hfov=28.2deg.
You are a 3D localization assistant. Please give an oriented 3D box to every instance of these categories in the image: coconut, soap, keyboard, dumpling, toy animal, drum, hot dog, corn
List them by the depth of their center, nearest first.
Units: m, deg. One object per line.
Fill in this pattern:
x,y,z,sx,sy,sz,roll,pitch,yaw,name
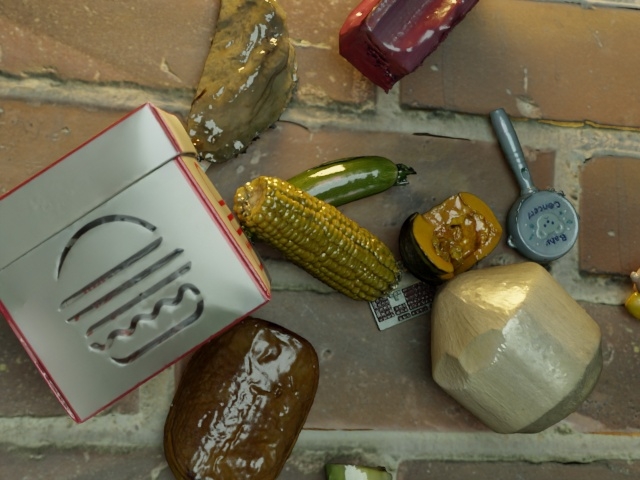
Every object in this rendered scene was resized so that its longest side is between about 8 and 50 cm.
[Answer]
-0.115,0.250,1.854,0.196,0.122,0.272,23,82,-8,hot dog
0.000,0.000,1.868,0.318,0.115,0.115,34,74,-37,corn
0.278,0.152,1.906,0.266,0.237,0.237,46,75,-11,coconut
-0.098,-0.267,1.934,0.166,0.086,0.332,15,76,-16,dumpling
0.169,-0.381,1.955,0.127,0.220,0.325,45,76,-9,soap
0.158,0.090,1.993,0.166,0.017,0.055,-21,88,-15,keyboard
0.349,-0.091,2.046,0.130,0.049,0.253,-5,84,-14,drum
0.534,0.081,2.063,0.091,0.082,0.114,-22,103,16,toy animal

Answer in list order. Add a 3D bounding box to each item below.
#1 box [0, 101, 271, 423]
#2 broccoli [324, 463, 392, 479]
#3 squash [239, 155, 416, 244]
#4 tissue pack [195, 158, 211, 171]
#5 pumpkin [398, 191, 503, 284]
-0.264,0.023,1.721,0.314,0.312,0.300,-33,94,0,box
0.041,0.501,1.829,0.252,0.221,0.361,-17,76,-22,broccoli
-0.006,-0.070,1.940,0.318,0.080,0.071,-23,130,-14,squash
-0.172,-0.157,1.941,0.056,0.023,0.108,36,76,-8,tissue pack
0.183,0.007,1.958,0.183,0.107,0.119,-21,80,-44,pumpkin
